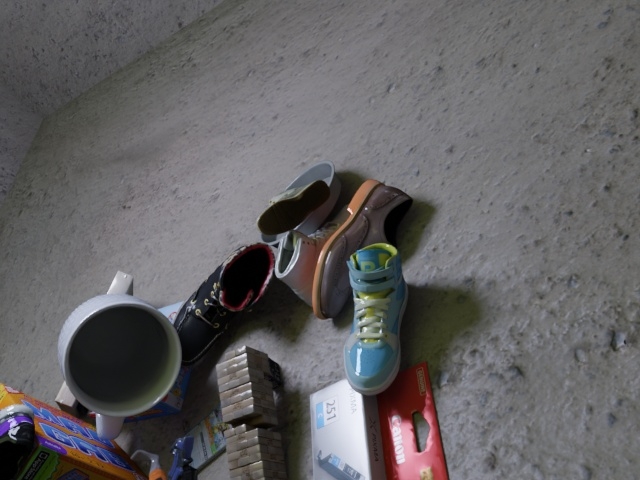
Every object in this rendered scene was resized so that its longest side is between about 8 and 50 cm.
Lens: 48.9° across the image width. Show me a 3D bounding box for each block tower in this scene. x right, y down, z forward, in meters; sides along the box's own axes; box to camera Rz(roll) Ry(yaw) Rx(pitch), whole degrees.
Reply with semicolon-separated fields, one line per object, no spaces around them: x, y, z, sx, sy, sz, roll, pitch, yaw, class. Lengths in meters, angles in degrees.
-0.149;0.408;1.532;0.091;0.097;0.335;-25;58;24;block tower

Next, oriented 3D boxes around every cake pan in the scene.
-0.050;-0.089;1.910;0.293;0.054;0.293;-40;24;23;cake pan

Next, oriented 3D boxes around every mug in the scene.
-0.530;0.318;1.794;0.328;0.276;0.374;-172;87;-65;mug

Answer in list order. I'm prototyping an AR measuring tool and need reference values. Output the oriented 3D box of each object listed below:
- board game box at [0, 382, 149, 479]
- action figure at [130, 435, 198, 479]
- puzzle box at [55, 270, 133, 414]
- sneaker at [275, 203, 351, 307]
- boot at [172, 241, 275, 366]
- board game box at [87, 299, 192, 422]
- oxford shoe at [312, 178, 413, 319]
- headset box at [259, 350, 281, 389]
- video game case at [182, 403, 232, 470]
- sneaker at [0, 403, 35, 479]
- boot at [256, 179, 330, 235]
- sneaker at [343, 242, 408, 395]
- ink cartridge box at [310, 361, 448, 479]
-0.695;0.633;1.724;0.356;0.356;0.356;20;73;50;board game box
-0.294;0.569;1.541;0.330;0.178;0.341;16;95;45;action figure
-0.665;0.315;2.101;0.272;0.052;0.409;126;166;-64;puzzle box
0.000;0.000;1.741;0.108;0.169;0.292;4;60;49;sneaker
-0.253;0.158;1.801;0.377;0.138;0.284;-52;9;-15;boot
-0.490;0.349;1.991;0.302;0.086;0.308;-18;47;34;board game box
0.097;0.029;1.658;0.133;0.130;0.363;20;81;34;oxford shoe
-0.132;0.307;1.673;0.032;0.083;0.062;-34;40;18;headset box
-0.265;0.475;1.716;0.166;0.015;0.119;-41;37;10;video game case
-0.716;0.495;1.491;0.293;0.102;0.146;-49;40;-1;sneaker
-0.094;-0.074;1.753;0.213;0.077;0.165;-35;14;-26;boot
0.100;0.138;1.443;0.127;0.208;0.319;-2;44;15;sneaker
0.103;0.394;1.380;0.261;0.066;0.296;-30;41;24;ink cartridge box
